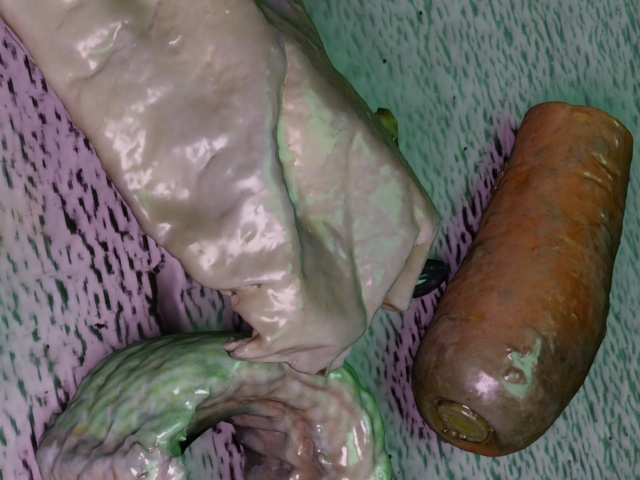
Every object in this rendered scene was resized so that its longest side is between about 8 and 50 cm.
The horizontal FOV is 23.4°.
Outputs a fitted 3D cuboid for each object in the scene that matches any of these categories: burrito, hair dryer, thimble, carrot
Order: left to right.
[{"bbox_3d":[-0.070,0.161,1.008,0.219,0.150,0.219,4,83,-41],"label":"thimble"},{"bbox_3d":[-0.048,-0.081,0.976,0.332,0.135,0.190,54,29,5],"label":"burrito"},{"bbox_3d":[0.057,0.007,1.217,0.079,0.031,0.083,-14,82,-32],"label":"hair dryer"},{"bbox_3d":[0.173,0.030,1.239,0.139,0.139,0.302,41,62,-31],"label":"carrot"}]

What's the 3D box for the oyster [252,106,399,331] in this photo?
[{"bbox_3d":[-0.006,0.004,1.137,0.133,0.072,0.209,-2,107,-47],"label":"oyster"}]
